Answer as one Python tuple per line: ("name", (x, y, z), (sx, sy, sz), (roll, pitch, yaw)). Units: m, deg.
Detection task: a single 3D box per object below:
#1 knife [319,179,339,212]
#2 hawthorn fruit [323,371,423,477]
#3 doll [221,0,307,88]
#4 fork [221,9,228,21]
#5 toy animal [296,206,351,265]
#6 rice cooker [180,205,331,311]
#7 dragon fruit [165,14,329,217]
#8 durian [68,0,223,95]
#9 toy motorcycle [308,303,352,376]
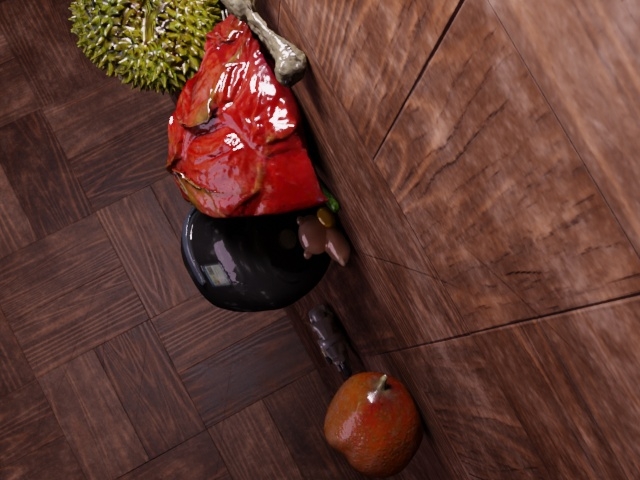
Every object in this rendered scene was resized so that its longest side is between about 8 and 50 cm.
("knife", (-0.017, -0.118, 1.501), (0.212, 0.015, 0.054), (-125, 19, -44))
("hawthorn fruit", (0.109, 0.340, 1.677), (0.199, 0.199, 0.251), (56, 154, 35))
("doll", (-0.117, -0.344, 1.205), (0.286, 0.091, 0.203), (54, -174, -16))
("fork", (-0.144, -0.328, 1.535), (0.219, 0.034, 0.028), (81, 168, -64))
("toy animal", (0.000, 0.000, 1.534), (0.114, 0.082, 0.091), (62, 173, -5))
("rice cooker", (-0.121, 0.007, 1.645), (0.224, 0.267, 0.267), (-13, 107, 52))
("dragon fruit", (-0.133, -0.209, 1.433), (0.240, 0.302, 0.330), (-29, -68, -71))
("durian", (-0.302, -0.392, 1.502), (0.291, 0.291, 0.224), (64, -179, -11))
("toy motorcycle", (0.021, 0.235, 2.172), (0.229, 0.074, 0.151), (-113, -2, -47))
